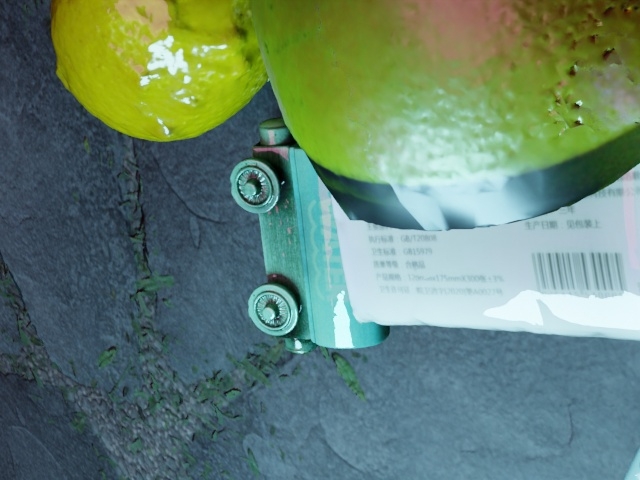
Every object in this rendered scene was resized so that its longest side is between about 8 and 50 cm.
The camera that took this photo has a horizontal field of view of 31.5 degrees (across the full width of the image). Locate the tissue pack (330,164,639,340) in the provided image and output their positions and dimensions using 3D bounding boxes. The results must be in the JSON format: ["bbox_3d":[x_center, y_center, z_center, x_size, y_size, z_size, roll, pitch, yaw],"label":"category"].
[{"bbox_3d":[0.189,-0.065,0.850,0.356,0.193,0.266,1,104,42],"label":"tissue pack"}]

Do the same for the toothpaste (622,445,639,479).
[{"bbox_3d":[0.287,0.210,0.988,0.056,0.036,0.205,34,123,27],"label":"toothpaste"}]

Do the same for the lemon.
[{"bbox_3d":[-0.142,-0.216,1.075,0.234,0.233,0.288,56,139,11],"label":"lemon"}]

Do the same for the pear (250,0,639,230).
[{"bbox_3d":[0.094,-0.218,0.709,0.398,0.399,0.165,2,150,42],"label":"pear"}]

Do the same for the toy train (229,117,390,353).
[{"bbox_3d":[0.000,0.000,1.136,0.159,0.101,0.248,4,110,25],"label":"toy train"}]
